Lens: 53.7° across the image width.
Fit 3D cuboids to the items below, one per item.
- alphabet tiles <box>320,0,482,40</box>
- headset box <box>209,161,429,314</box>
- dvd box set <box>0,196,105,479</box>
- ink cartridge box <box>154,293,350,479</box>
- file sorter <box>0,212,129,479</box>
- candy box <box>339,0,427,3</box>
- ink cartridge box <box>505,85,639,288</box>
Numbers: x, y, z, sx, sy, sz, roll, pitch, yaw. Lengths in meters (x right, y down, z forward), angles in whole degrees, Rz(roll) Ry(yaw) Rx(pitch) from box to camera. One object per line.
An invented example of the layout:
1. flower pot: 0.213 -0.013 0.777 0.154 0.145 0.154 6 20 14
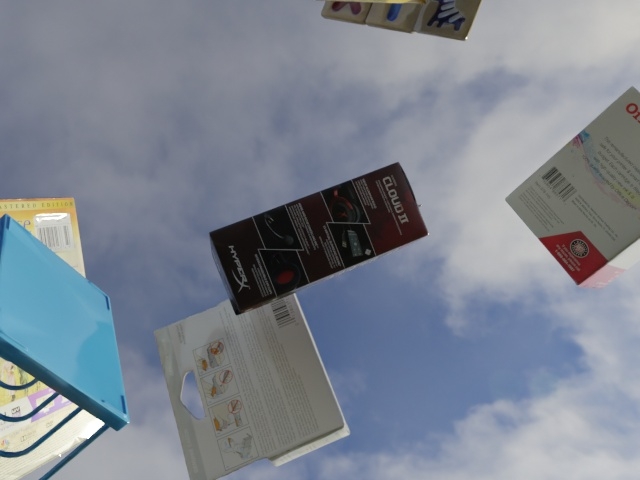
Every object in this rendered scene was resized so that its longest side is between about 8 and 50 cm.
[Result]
1. alphabet tiles: 0.129 -0.375 0.637 0.011 0.285 0.343 19 -88 -60
2. headset box: 0.000 0.000 0.887 0.293 0.218 0.110 -22 -94 -12
3. dvd box set: -0.480 0.145 0.988 0.062 0.307 0.421 -6 -86 18
4. ink cartridge box: -0.114 0.220 0.995 0.238 0.275 0.060 -23 -32 -1
5. file sorter: -0.232 0.083 0.474 0.104 0.170 0.118 -39 -55 0
6. candy box: 0.064 -0.301 0.469 0.159 0.071 0.233 -20 -33 -44
7. ink cartridge box: 0.326 -0.051 0.695 0.176 0.128 0.127 -44 -29 23
